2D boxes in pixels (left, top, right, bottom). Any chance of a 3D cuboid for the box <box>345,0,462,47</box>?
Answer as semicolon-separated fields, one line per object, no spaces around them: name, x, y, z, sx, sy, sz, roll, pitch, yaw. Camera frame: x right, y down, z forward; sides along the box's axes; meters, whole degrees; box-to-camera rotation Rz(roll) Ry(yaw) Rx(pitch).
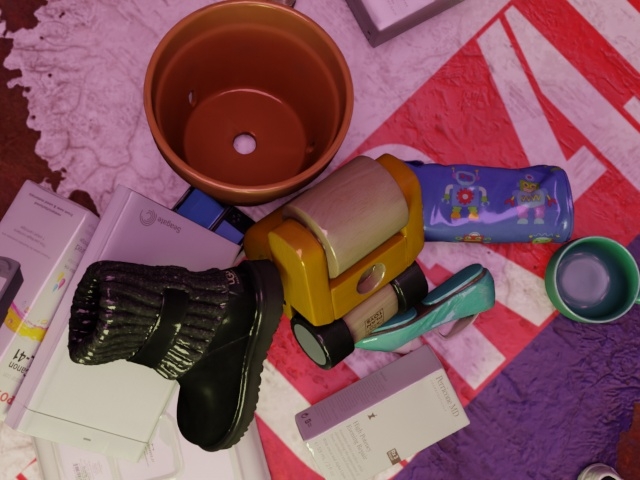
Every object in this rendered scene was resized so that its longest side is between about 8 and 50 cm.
box;0.119;-0.422;1.729;0.182;0.119;0.181;-29;87;-3

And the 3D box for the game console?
game console;-0.175;-0.012;1.713;0.107;0.071;0.122;36;86;37

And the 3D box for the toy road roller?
toy road roller;0.000;0.000;1.605;0.202;0.330;0.240;-35;56;-21

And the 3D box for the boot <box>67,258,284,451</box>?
boot;-0.214;0.159;1.520;0.260;0.131;0.348;-4;128;-29

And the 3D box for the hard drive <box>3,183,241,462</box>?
hard drive;-0.269;0.125;1.593;0.047;0.233;0.353;21;84;42

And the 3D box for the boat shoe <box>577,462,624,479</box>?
boat shoe;0.465;0.457;1.688;0.095;0.084;0.258;-32;87;-4

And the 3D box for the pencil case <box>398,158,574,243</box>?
pencil case;0.227;-0.059;1.705;0.306;0.119;0.133;1;75;-1

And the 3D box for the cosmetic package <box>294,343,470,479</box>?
cosmetic package;0.091;0.265;1.676;0.231;0.085;0.117;-28;116;-1

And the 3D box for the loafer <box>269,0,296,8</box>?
loafer;-0.060;-0.425;1.760;0.056;0.050;0.148;2;86;-1

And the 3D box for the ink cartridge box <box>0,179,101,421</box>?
ink cartridge box;-0.397;0.103;1.601;0.131;0.226;0.306;23;79;24

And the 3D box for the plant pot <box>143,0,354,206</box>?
plant pot;-0.106;-0.175;1.646;0.290;0.203;0.291;2;74;-5

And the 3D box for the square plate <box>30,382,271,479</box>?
square plate;-0.260;0.317;1.702;0.344;0.049;0.347;-14;86;-3

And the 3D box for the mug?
mug;0.414;0.070;1.709;0.129;0.097;0.158;-40;89;-4

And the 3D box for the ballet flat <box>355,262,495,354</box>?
ballet flat;0.158;0.125;1.712;0.247;0.083;0.087;-27;105;-1
